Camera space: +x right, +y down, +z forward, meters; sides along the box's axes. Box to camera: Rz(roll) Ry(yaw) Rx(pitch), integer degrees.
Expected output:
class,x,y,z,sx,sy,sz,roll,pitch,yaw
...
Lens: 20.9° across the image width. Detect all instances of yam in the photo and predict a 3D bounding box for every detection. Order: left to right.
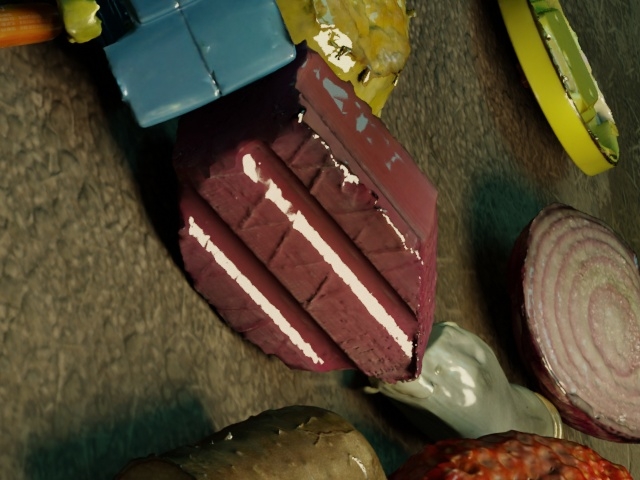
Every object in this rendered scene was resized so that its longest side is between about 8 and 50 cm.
class,x,y,z,sx,sy,sz,roll,pitch,yaw
yam,-0.050,0.194,1.238,0.128,0.129,0.238,46,26,15

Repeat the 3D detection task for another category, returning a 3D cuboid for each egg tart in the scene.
class,x,y,z,sx,sy,sz,roll,pitch,yaw
egg tart,-0.020,-0.208,1.499,0.341,0.132,0.341,36,45,-47

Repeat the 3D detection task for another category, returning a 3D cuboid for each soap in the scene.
class,x,y,z,sx,sy,sz,roll,pitch,yaw
soap,0.000,0.000,1.378,0.289,0.182,0.112,49,35,-30

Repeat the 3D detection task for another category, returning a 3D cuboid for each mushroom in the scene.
class,x,y,z,sx,sy,sz,roll,pitch,yaw
mushroom,0.146,0.159,1.654,0.351,0.097,0.109,36,43,-55

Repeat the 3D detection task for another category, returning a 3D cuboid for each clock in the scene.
class,x,y,z,sx,sy,sz,roll,pitch,yaw
clock,0.275,-0.205,2.092,0.277,0.071,0.293,67,16,4

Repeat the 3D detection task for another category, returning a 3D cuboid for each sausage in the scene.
class,x,y,z,sx,sy,sz,roll,pitch,yaw
sausage,-0.213,-0.152,1.225,0.107,0.031,0.031,-25,98,-61

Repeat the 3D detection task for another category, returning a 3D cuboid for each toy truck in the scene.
class,x,y,z,sx,sy,sz,roll,pitch,yaw
toy truck,-0.156,-0.280,1.244,0.162,0.161,0.385,-121,-175,-74

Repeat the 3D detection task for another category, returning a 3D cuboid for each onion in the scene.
class,x,y,z,sx,sy,sz,roll,pitch,yaw
onion,0.254,0.094,1.867,0.247,0.111,0.250,20,61,-45

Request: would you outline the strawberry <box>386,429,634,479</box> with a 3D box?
class,x,y,z,sx,sy,sz,roll,pitch,yaw
strawberry,0.168,0.299,1.410,0.351,0.267,0.312,-43,110,-40
